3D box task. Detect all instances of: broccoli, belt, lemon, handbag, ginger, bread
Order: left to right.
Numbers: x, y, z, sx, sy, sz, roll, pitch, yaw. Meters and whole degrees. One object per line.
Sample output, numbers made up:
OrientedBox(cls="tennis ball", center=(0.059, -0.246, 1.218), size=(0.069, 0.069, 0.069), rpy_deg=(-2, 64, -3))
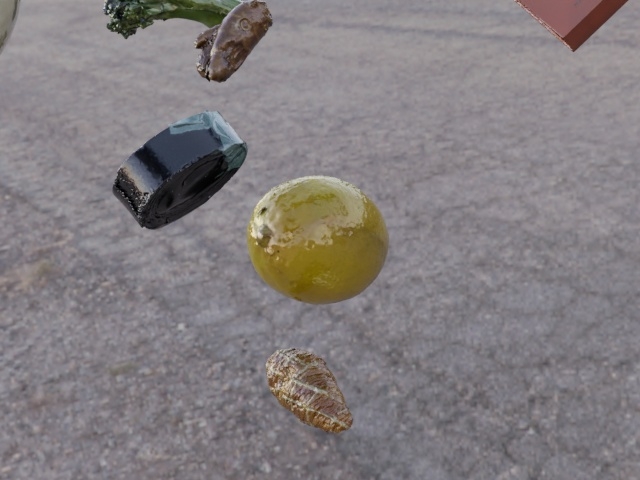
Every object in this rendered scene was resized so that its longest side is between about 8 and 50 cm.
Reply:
OrientedBox(cls="broccoli", center=(-0.252, -0.435, 1.600), size=(0.304, 0.165, 0.145), rpy_deg=(11, -9, -2))
OrientedBox(cls="belt", center=(-0.188, -0.102, 1.195), size=(0.198, 0.151, 0.078), rpy_deg=(-34, 75, -34))
OrientedBox(cls="ginger", center=(-0.152, -0.319, 1.397), size=(0.162, 0.073, 0.103), rpy_deg=(-55, 24, -18))
OrientedBox(cls="bread", center=(-0.030, 0.243, 1.464), size=(0.076, 0.105, 0.233), rpy_deg=(26, 6, -44))
OrientedBox(cls="lemon", center=(-0.003, -0.001, 1.539), size=(0.235, 0.236, 0.263), rpy_deg=(-2, -6, 18))
OrientedBox(cls="handbag", center=(0.372, -0.393, 1.335), size=(0.127, 0.062, 0.190), rpy_deg=(-44, 49, 15))

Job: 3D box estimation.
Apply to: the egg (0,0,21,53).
OrientedBox(cls="egg", center=(-0.337, -0.229, 0.731), size=(0.174, 0.264, 0.286), rpy_deg=(20, 31, -19))
